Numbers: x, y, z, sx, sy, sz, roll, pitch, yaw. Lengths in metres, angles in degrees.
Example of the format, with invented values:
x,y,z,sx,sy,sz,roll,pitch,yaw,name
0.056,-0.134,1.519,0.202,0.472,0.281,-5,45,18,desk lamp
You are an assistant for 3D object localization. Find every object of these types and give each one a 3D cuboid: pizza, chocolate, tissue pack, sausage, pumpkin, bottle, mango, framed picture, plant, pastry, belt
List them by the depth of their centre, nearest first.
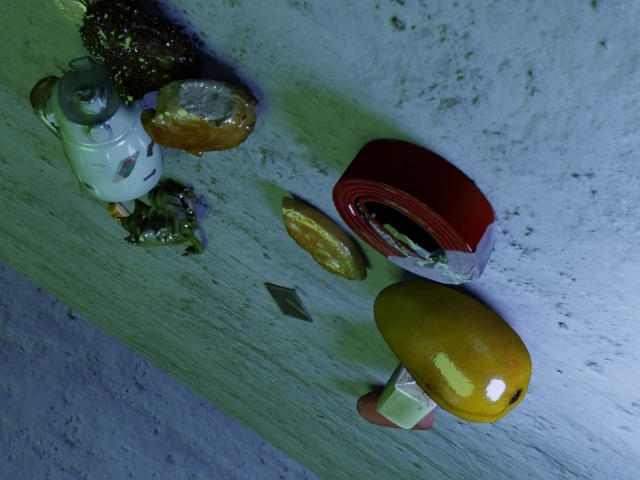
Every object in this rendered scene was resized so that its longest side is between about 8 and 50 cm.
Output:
x,y,z,sx,sy,sz,roll,pitch,yaw,name
0.183,-0.045,1.342,0.324,0.115,0.227,34,153,-1,belt
-0.230,-0.240,1.413,0.229,0.100,0.218,-3,166,13,pastry
0.278,0.226,1.562,0.378,0.221,0.264,38,157,11,mango
-0.475,-0.254,1.577,0.229,0.229,0.351,28,159,11,bottle
0.006,0.001,1.661,0.271,0.056,0.134,37,150,-9,pizza
-0.636,-0.290,1.851,0.157,0.080,0.254,-1,136,47,chocolate
0.246,0.373,1.878,0.125,0.159,0.234,30,151,7,tissue pack
-0.373,-0.051,1.976,0.251,0.180,0.333,6,174,31,plant
-0.091,0.180,2.087,0.109,0.011,0.149,13,146,35,framed picture
0.214,0.506,2.175,0.259,0.113,0.113,-6,132,49,sausage
-0.609,-0.075,2.208,0.073,0.035,0.101,-6,130,47,pumpkin

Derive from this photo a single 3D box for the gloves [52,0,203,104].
x,y,z,sx,sy,sz,roll,pitch,yaw,name
-0.370,-0.381,1.378,0.312,0.135,0.210,32,146,-3,gloves
